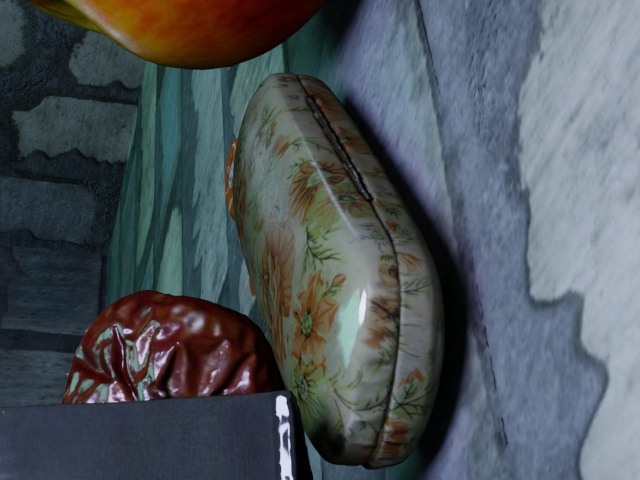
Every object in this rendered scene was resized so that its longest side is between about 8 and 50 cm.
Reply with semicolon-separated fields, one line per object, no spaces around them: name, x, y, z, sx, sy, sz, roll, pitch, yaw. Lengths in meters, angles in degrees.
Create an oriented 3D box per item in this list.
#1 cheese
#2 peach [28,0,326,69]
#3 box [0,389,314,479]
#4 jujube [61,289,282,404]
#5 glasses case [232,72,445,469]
cheese;-0.080;-0.039;1.307;0.256;0.037;0.106;-102;21;-52
peach;-0.118;-0.337;0.973;0.388;0.388;0.388;-174;90;-76
box;-0.100;0.270;0.742;0.345;0.204;0.251;82;-174;-62
jujube;-0.145;0.171;1.124;0.213;0.213;0.232;154;128;-73
glasses case;0.000;0.000;0.856;0.425;0.098;0.157;-115;32;-62
